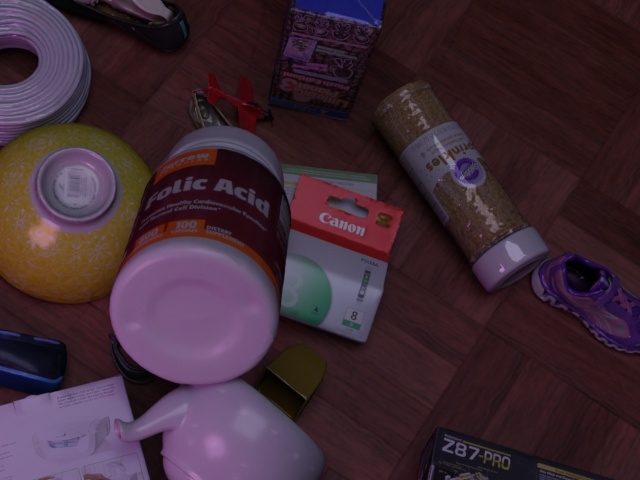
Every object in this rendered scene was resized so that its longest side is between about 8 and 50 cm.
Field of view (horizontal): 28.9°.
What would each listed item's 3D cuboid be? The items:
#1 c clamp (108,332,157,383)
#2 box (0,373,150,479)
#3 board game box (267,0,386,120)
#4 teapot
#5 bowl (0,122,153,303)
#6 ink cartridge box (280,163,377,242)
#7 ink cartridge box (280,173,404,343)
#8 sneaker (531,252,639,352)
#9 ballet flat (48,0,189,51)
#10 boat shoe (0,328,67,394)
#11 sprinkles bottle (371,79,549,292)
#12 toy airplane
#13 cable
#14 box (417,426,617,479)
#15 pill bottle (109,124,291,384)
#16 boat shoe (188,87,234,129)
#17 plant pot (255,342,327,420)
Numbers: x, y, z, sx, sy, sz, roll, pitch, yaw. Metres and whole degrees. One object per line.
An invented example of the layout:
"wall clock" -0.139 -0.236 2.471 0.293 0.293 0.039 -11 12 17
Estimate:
"c clamp" -0.258 0.137 1.892 0.161 0.022 0.137 -40 83 -23
"box" -0.375 0.337 1.727 0.262 0.126 0.231 -14 69 -14
"board game box" 0.018 -0.372 2.004 0.141 0.291 0.232 12 66 -5
"teapot" -0.128 0.309 1.729 0.256 0.252 0.187 35 76 18
"bowl" -0.370 -0.061 1.861 0.290 0.156 0.289 5 72 -14
"ink cartridge box" 0.000 0.000 1.972 0.171 0.056 0.235 7 64 -6
"ink cartridge box" 0.019 0.027 1.921 0.181 0.056 0.224 19 85 -6
"sneaker" 0.454 0.093 1.974 0.236 0.104 0.095 31 64 4
"ballet flat" -0.345 -0.411 2.072 0.281 0.096 0.095 22 66 2
"boat shoe" -0.500 0.154 1.815 0.258 0.109 0.089 22 57 -17
"sprinkles bottle" 0.222 -0.090 2.008 0.121 0.121 0.355 -28 73 -19
"toy airplane" -0.139 -0.227 2.033 0.151 0.028 0.151 22 47 -26
"cable" -0.499 -0.279 1.994 0.257 0.089 0.257 19 65 0
"box" 0.315 0.465 1.756 0.395 0.097 0.318 17 52 -2
"pill bottle" -0.156 0.003 1.757 0.224 0.224 0.392 11 31 -4
"boat shoe" -0.167 -0.179 2.025 0.056 0.048 0.153 -24 72 -18
"plant pot" -0.036 0.204 1.865 0.081 0.081 0.083 39 57 9
